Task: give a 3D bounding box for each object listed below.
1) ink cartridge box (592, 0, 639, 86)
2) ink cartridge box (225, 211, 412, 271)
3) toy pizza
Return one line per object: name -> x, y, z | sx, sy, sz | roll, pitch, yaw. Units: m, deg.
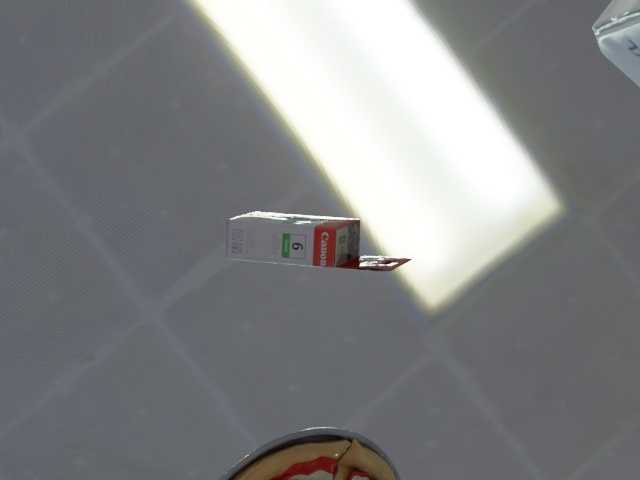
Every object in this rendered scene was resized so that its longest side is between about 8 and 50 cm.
ink cartridge box -> 0.222, -0.108, 0.558 | 0.148, 0.086, 0.203 | 39, -100, -10
ink cartridge box -> 0.000, 0.000, 1.035 | 0.115, 0.063, 0.029 | 4, -83, 16
toy pizza -> -0.016, 0.215, 0.964 | 0.201, 0.032, 0.201 | -16, -64, -36
